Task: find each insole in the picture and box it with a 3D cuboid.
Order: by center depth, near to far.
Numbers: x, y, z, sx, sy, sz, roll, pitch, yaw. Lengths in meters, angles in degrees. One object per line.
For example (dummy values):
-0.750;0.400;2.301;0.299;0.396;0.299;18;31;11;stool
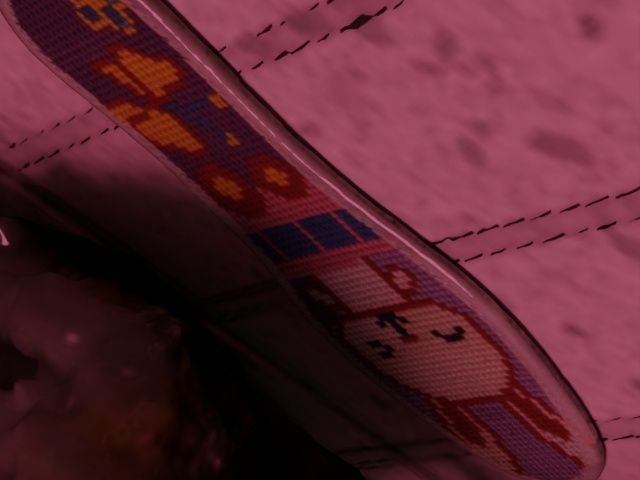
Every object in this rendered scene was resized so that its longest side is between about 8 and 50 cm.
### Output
0.000;0.000;0.440;0.197;0.004;0.065;44;150;-23;insole

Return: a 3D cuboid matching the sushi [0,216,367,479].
-0.106;0.089;0.524;0.343;0.196;0.182;13;166;41;sushi
